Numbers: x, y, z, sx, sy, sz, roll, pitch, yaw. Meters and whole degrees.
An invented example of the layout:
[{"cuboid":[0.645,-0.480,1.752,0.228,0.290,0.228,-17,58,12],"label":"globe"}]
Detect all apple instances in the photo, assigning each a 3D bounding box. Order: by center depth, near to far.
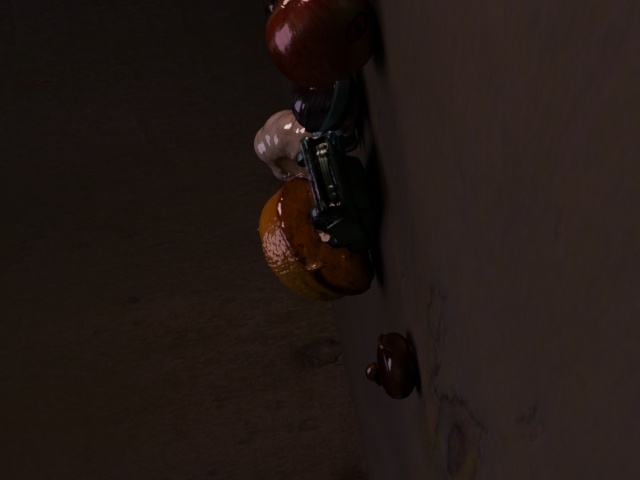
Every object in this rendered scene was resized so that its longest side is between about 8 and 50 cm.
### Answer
[{"cuboid":[0.001,-0.269,1.120,0.131,0.146,0.146,51,-170,-25],"label":"apple"}]

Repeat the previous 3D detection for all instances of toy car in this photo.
[{"cuboid":[0.036,-0.076,1.434,0.321,0.097,0.142,48,-152,-74],"label":"toy car"}]

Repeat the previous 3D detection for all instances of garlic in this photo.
[{"cuboid":[-0.019,-0.229,1.866,0.199,0.199,0.226,83,-151,-52],"label":"garlic"}]

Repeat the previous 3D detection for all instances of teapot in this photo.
[{"cuboid":[0.109,0.198,1.363,0.129,0.078,0.098,83,175,-46],"label":"teapot"}]

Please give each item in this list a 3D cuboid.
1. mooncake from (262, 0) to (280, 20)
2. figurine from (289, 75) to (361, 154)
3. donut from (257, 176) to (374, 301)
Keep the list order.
[{"cuboid":[-0.031,-0.400,1.393,0.228,0.124,0.228,169,90,-85],"label":"mooncake"},{"cuboid":[0.013,-0.222,1.405,0.245,0.110,0.138,60,-160,-75],"label":"figurine"},{"cuboid":[-0.002,0.000,1.587,0.118,0.253,0.254,-33,59,38],"label":"donut"}]
